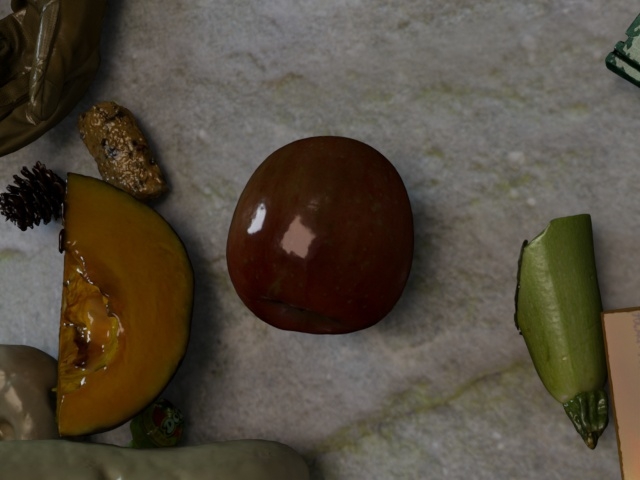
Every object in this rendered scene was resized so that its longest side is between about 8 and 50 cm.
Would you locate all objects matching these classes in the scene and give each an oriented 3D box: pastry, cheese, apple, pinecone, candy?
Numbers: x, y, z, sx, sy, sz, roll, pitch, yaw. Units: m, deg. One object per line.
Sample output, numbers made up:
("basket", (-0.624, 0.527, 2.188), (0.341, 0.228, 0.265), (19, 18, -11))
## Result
("pastry", (-0.231, -0.100, 1.085), (0.080, 0.056, 0.140), (-32, 76, 28))
("cheese", (-0.220, 0.260, 0.875), (0.351, 0.328, 0.129), (-43, 24, 12))
("apple", (0.000, 0.000, 0.886), (0.181, 0.181, 0.168), (-5, 59, 27))
("pinecone", (-0.344, -0.051, 1.122), (0.077, 0.083, 0.077), (27, 137, 28))
("cheese", (-0.384, 0.220, 1.078), (0.235, 0.117, 0.217), (22, 94, 27))
("candy", (-0.223, 0.238, 1.037), (0.194, 0.062, 0.058), (-38, 111, 27))

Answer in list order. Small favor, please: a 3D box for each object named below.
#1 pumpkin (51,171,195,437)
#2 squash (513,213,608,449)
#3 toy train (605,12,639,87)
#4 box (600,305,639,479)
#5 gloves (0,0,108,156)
("pumpkin", (-0.219, 0.091, 1.022), (0.148, 0.169, 0.312), (3, 58, -13))
("squash", (0.210, 0.080, 0.816), (0.075, 0.090, 0.200), (-8, 85, 18))
("toy train", (0.339, -0.151, 0.793), (0.170, 0.071, 0.111), (43, 111, 25))
("box", (0.356, 0.118, 0.741), (0.237, 0.070, 0.152), (-10, 77, 24))
("gloves", (-0.334, -0.241, 1.113), (0.154, 0.141, 0.331), (24, 83, 3))
